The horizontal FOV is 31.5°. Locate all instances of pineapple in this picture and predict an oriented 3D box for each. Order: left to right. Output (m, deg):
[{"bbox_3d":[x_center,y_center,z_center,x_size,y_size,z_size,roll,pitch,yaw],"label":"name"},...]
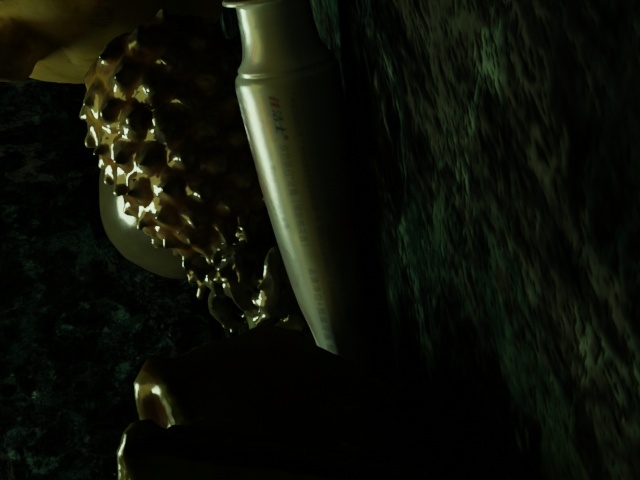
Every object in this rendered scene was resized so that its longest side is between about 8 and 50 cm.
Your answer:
[{"bbox_3d":[-0.070,-0.013,0.935,0.361,0.175,0.175,63,168,11],"label":"pineapple"}]

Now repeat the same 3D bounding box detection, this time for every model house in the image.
[{"bbox_3d":[-0.016,0.176,0.634,0.239,0.173,0.268,-129,33,-72],"label":"model house"}]

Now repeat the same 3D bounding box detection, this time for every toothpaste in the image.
[{"bbox_3d":[0.000,0.000,0.732,0.100,0.066,0.323,-124,21,-69],"label":"toothpaste"}]

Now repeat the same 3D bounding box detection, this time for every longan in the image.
[{"bbox_3d":[-0.158,-0.053,1.304,0.196,0.196,0.220,90,156,-47],"label":"longan"}]

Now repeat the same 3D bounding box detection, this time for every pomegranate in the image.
[{"bbox_3d":[-0.234,-0.279,1.027,0.342,0.342,0.342,171,90,-82],"label":"pomegranate"}]
